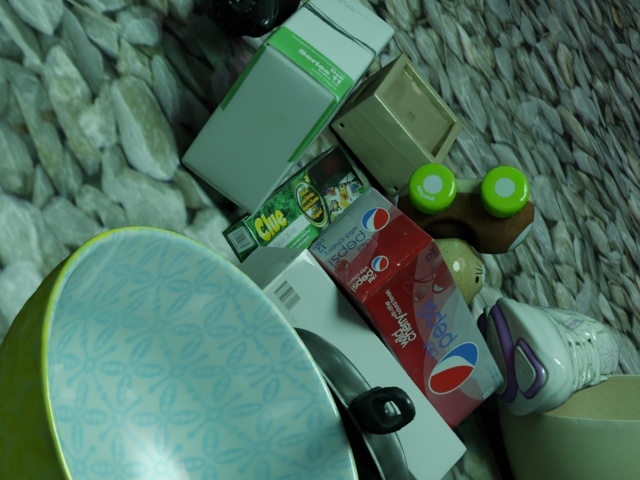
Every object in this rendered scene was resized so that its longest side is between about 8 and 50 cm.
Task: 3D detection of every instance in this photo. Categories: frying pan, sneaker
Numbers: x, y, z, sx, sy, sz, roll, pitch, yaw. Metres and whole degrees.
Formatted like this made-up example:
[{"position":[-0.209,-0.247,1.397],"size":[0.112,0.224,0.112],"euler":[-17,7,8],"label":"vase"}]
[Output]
[{"position":[0.012,0.114,1.030],"size":[0.197,0.053,0.326],"euler":[51,-22,25],"label":"frying pan"},{"position":[0.244,0.109,1.421],"size":[0.305,0.152,0.114],"euler":[-63,150,-86],"label":"sneaker"}]

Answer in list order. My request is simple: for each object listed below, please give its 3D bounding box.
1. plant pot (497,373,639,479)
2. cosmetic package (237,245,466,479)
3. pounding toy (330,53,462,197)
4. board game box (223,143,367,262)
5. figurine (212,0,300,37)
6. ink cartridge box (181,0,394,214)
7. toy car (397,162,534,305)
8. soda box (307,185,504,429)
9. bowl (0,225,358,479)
[{"position":[0.332,0.258,1.455],"size":[0.284,0.284,0.191],"euler":[-6,95,-60],"label":"plant pot"},{"position":[0.020,0.110,1.194],"size":[0.060,0.099,0.239],"euler":[-45,110,-20],"label":"cosmetic package"},{"position":[0.089,-0.124,1.559],"size":[0.130,0.100,0.141],"euler":[49,36,-12],"label":"pounding toy"},{"position":[0.000,0.000,1.349],"size":[0.136,0.030,0.259],"euler":[60,28,-7],"label":"board game box"},{"position":[-0.103,-0.288,1.297],"size":[0.215,0.092,0.209],"euler":[55,6,-10],"label":"figurine"},{"position":[-0.025,-0.138,1.283],"size":[0.087,0.153,0.208],"euler":[37,31,-2],"label":"ink cartridge box"},{"position":[0.153,0.029,1.471],"size":[0.155,0.149,0.188],"euler":[73,20,-76],"label":"toy car"},{"position":[0.082,0.071,1.243],"size":[0.092,0.083,0.263],"euler":[43,-9,38],"label":"soda box"},{"position":[-0.119,0.152,0.872],"size":[0.289,0.156,0.289],"euler":[39,36,-36],"label":"bowl"}]
